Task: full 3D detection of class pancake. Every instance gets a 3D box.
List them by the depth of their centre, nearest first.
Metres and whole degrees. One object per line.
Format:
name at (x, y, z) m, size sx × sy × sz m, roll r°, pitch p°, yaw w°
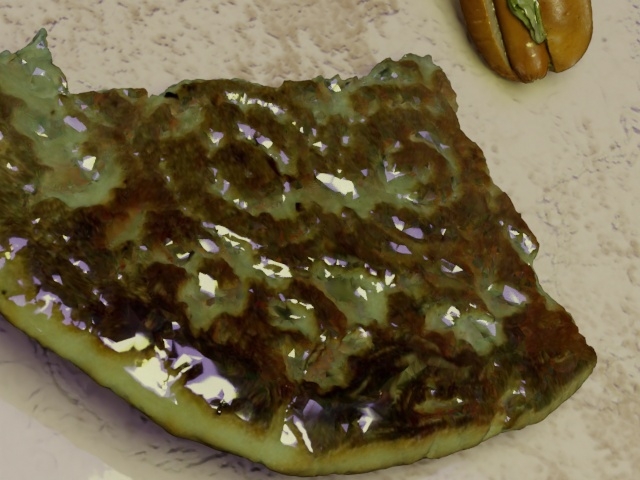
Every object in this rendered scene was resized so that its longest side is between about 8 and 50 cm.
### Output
pancake at (-0.037, 0.007, 0.994) m, size 0.427 × 0.067 × 0.305 m, roll 0°, pitch 62°, yaw -23°

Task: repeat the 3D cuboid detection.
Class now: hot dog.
hot dog at (0.125, -0.231, 1.078) m, size 0.100 × 0.068 × 0.249 m, roll -9°, pitch 101°, yaw 27°
